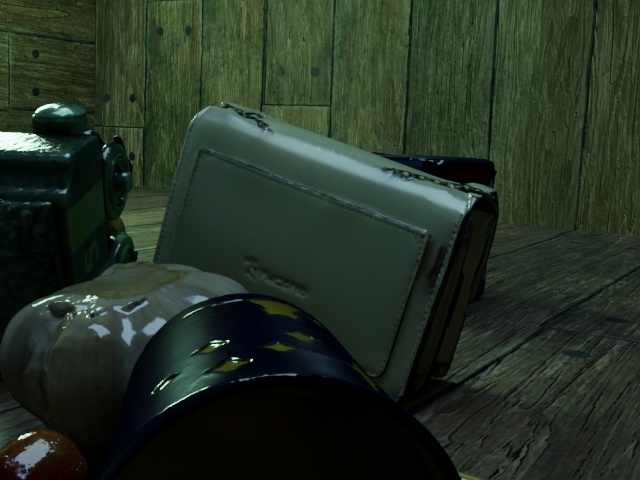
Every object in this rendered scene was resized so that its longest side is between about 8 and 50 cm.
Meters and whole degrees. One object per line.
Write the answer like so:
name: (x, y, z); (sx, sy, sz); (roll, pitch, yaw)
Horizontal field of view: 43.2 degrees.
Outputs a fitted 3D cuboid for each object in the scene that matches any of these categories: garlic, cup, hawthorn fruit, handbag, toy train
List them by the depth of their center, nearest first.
cup: (-0.006, 0.155, 0.471); (0.255, 0.178, 0.256); (41, -1, -10)
hawthorn fruit: (-0.193, 0.166, 0.539); (0.077, 0.077, 0.077); (2, 8, 0)
garlic: (-0.151, 0.104, 0.696); (0.228, 0.152, 0.228); (2, 16, 0)
toy train: (-0.310, 0.001, 0.920); (0.167, 0.298, 0.238); (2, 21, 4)
handbag: (0.000, 0.000, 0.927); (0.359, 0.236, 0.160); (23, 19, 27)

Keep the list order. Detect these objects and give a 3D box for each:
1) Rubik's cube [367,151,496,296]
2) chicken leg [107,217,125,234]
Rubik's cube: (0.134, -0.023, 1.364); (0.247, 0.248, 0.250); (8, 8, 30)
chicken leg: (-0.563, -0.022, 1.609); (0.430, 0.152, 0.201); (-1, -8, 35)
